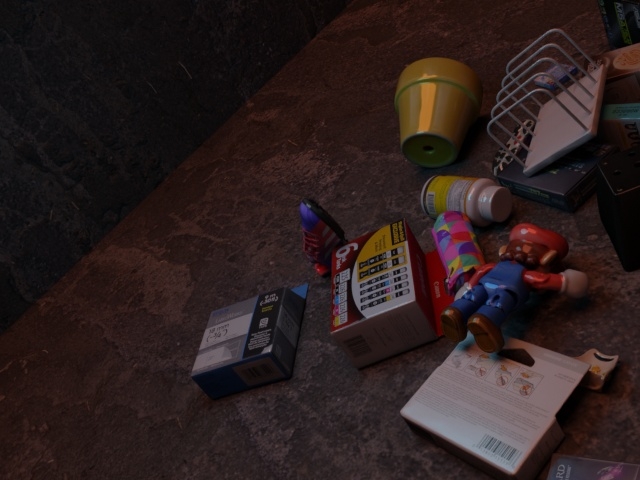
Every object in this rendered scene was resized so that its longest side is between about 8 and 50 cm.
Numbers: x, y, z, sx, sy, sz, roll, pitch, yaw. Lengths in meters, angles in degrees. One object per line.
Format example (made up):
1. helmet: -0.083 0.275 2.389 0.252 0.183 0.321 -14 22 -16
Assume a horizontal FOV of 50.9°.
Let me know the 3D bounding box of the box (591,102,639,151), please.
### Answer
1. box: 0.718 -0.256 1.531 0.244 0.101 0.060 11 52 51

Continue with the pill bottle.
1. pill bottle: 0.357 -0.097 1.647 0.117 0.117 0.215 -48 33 -21

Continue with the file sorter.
1. file sorter: 0.527 -0.331 1.584 0.193 0.173 0.278 -37 20 48

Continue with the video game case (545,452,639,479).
1. video game case: 0.442 0.405 0.945 0.274 0.026 0.196 -7 40 41

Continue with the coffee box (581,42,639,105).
1. coffee box: 0.793 -0.416 1.683 0.246 0.098 0.141 -10 38 36

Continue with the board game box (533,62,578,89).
1. board game box: 0.684 -0.479 1.959 0.090 0.020 0.090 -37 29 -3

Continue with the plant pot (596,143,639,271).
1. plant pot: 0.638 -0.086 1.305 0.187 0.167 0.188 -22 31 20

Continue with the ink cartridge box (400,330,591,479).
1. ink cartridge box: 0.313 0.286 1.208 0.239 0.060 0.275 -44 30 -20

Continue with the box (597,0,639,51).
1. box: 0.819 -0.564 1.777 0.045 0.191 0.184 -30 31 4

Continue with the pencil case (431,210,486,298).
1. pencil case: 0.313 0.033 1.510 0.104 0.104 0.236 -26 33 16

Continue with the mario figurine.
1. mario figurine: 0.388 0.105 1.324 0.198 0.170 0.320 39 62 22

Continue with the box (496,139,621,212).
1. box: 0.564 -0.169 1.600 0.183 0.059 0.232 -42 30 -9

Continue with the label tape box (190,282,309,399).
1. label tape box: -0.175 0.223 1.735 0.240 0.106 0.334 -20 33 23

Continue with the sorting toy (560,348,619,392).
1. sorting toy: 0.476 0.218 1.164 0.075 0.045 0.083 -40 28 -24

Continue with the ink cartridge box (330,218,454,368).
1. ink cartridge box: 0.170 0.102 1.540 0.271 0.130 0.309 -24 32 17

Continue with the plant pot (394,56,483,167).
1. plant pot: 0.327 -0.350 1.934 0.254 0.254 0.239 -9 55 38

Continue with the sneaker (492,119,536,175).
1. sneaker: 0.513 -0.228 1.738 0.170 0.071 0.068 -53 28 1

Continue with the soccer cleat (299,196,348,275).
1. soccer cleat: 0.000 0.000 1.705 0.116 0.318 0.109 -40 63 -2
